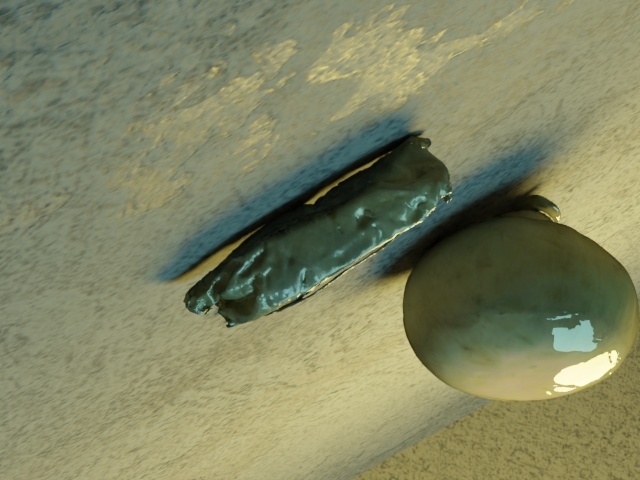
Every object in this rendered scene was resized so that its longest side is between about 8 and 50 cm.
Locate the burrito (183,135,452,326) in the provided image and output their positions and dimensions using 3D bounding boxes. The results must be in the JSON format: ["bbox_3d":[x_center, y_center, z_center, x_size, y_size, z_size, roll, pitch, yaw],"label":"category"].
[{"bbox_3d":[-0.001,-0.002,1.289,0.229,0.063,0.058,-33,-165,-1],"label":"burrito"}]

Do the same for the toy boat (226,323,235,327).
[{"bbox_3d":[-0.053,0.047,1.447,0.149,0.034,0.105,-27,176,43],"label":"toy boat"}]

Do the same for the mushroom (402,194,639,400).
[{"bbox_3d":[0.208,0.057,1.718,0.246,0.202,0.246,9,148,5],"label":"mushroom"}]
